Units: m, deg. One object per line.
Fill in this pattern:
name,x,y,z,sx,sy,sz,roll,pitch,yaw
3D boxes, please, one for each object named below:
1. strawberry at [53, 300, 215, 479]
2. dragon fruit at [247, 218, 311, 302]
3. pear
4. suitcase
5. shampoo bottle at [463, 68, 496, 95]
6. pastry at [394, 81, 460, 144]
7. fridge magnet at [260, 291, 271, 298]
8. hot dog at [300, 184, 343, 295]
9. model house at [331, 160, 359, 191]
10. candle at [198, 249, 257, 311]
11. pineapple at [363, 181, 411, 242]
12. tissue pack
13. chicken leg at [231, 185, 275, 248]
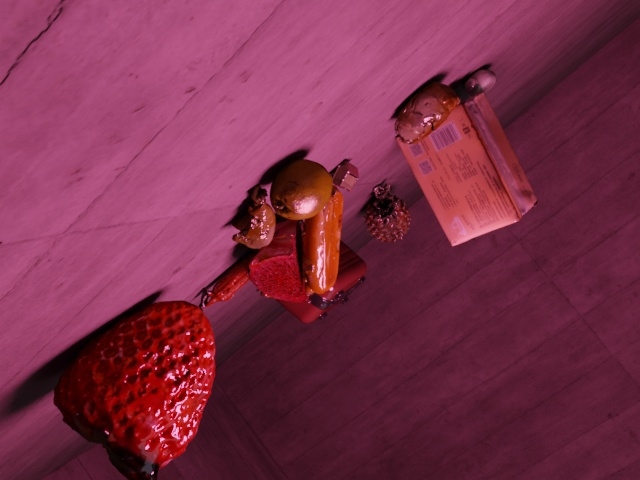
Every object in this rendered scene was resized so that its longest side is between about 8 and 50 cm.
strawberry,-0.357,0.292,1.362,0.310,0.291,0.292,-54,-176,-38
dragon fruit,-0.091,0.032,1.561,0.126,0.161,0.274,3,151,11
pear,-0.036,-0.089,1.186,0.131,0.107,0.107,-33,171,-40
suitcase,-0.023,0.081,1.828,0.161,0.236,0.297,-53,168,22
shampoo bottle,0.380,-0.381,1.634,0.077,0.045,0.152,-40,172,25
pastry,0.222,-0.268,1.423,0.153,0.081,0.153,-48,176,-4
fridge magnet,-0.146,0.152,2.344,0.143,0.063,0.143,-38,177,-3
hot dog,0.000,0.000,1.484,0.109,0.072,0.270,-24,123,-62
model house,0.055,-0.145,1.512,0.083,0.057,0.058,18,98,-59
candle,-0.186,0.077,1.663,0.301,0.059,0.084,-40,157,7
pineapple,0.218,-0.099,2.283,0.175,0.175,0.361,-38,160,-1
tissue pack,0.374,-0.182,1.657,0.238,0.305,0.238,-28,-177,1
chicken leg,-0.121,-0.040,1.238,0.093,0.070,0.178,-29,163,-21
